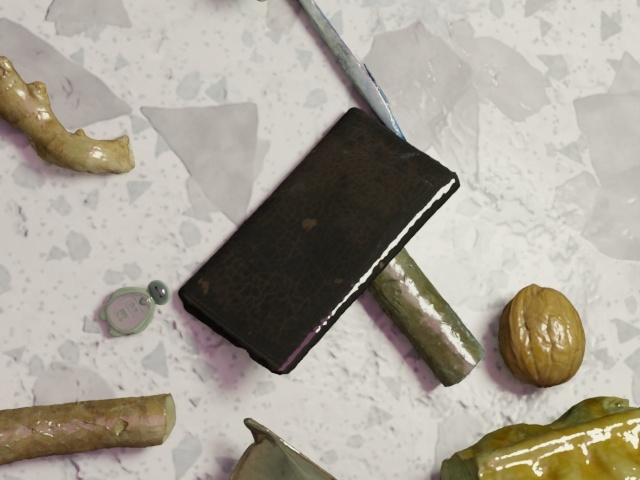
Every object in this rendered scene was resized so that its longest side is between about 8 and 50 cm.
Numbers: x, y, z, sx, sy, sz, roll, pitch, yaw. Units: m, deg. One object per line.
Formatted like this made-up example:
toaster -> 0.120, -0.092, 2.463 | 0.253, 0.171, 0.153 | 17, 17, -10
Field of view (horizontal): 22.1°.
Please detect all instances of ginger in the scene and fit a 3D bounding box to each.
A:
ginger -> -0.334, -0.152, 1.834 | 0.288, 0.075, 0.089 | 28, 116, -8

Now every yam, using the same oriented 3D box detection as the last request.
yam -> 0.119, 0.088, 1.897 | 0.068, 0.068, 0.169 | -36, 88, -16
yam -> -0.305, 0.209, 1.779 | 0.299, 0.066, 0.066 | -7, 82, -14

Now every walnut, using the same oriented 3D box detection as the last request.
walnut -> 0.258, 0.110, 1.910 | 0.105, 0.105, 0.124 | 1, 76, -13

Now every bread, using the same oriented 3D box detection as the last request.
bread -> 0.267, 0.295, 1.820 | 0.252, 0.196, 0.239 | -9, 59, -8

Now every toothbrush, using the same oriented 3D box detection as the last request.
toothbrush -> -0.015, -0.285, 1.951 | 0.042, 0.035, 0.413 | -35, 89, 4

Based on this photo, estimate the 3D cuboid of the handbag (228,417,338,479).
handbag -> -0.011, 0.335, 1.796 | 0.270, 0.117, 0.182 | 34, 69, -7

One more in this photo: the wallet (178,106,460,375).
wallet -> 0.000, 0.000, 1.876 | 0.170, 0.044, 0.321 | 36, 73, 22

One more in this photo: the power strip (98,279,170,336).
power strip -> -0.207, 0.074, 1.847 | 0.083, 0.035, 0.055 | -32, 88, -3
